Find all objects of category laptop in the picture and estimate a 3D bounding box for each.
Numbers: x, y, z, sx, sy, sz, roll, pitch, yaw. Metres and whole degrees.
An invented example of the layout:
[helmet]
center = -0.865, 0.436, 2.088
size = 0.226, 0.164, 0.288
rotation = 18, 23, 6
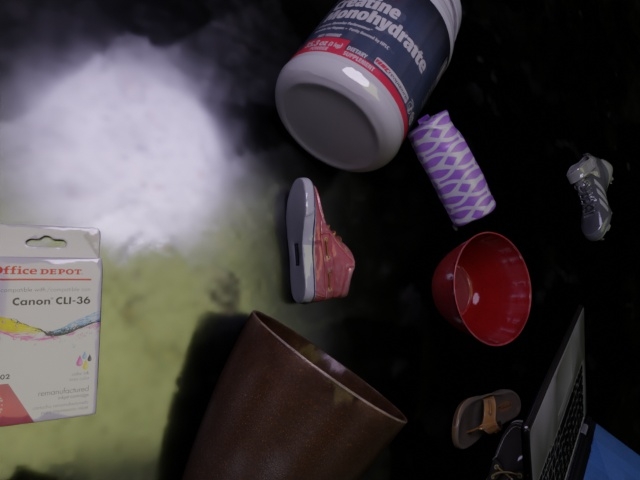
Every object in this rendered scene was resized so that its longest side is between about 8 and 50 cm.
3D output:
[laptop]
center = 0.499, 0.377, 0.663
size = 0.381, 0.236, 0.409
rotation = -27, 112, -46

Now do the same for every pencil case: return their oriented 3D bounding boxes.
[pencil case]
center = 0.232, -0.125, 0.744
size = 0.206, 0.086, 0.088
rotation = 60, 27, -10

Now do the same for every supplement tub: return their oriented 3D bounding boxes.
[supplement tub]
center = 0.076, -0.254, 0.614
size = 0.191, 0.191, 0.272
rotation = 39, 66, -18

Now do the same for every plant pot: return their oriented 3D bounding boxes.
[plant pot]
center = -0.055, 0.236, 0.480
size = 0.215, 0.215, 0.231
rotation = 37, 82, -19

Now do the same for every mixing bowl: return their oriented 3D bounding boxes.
[mixing bowl]
center = 0.256, 0.081, 0.715
size = 0.181, 0.098, 0.182
rotation = 4, 81, -29

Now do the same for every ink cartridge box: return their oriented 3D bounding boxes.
[ink cartridge box]
center = -0.290, 0.077, 0.434
size = 0.115, 0.067, 0.198
rotation = 2, 81, -28

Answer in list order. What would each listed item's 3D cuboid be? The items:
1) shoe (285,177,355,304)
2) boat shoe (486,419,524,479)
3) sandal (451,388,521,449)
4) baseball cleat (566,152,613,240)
[shoe]
center = 0.000, 0.000, 0.611
size = 0.081, 0.063, 0.178
rotation = -1, 88, -30
[boat shoe]
center = 0.317, 0.417, 0.701
size = 0.068, 0.081, 0.228
rotation = 28, 71, -42
[sandal]
center = 0.295, 0.304, 0.731
size = 0.180, 0.049, 0.072
rotation = -7, 86, -29
[baseball cleat]
center = 0.605, -0.102, 0.963
size = 0.109, 0.072, 0.206
rotation = 23, 67, -10
